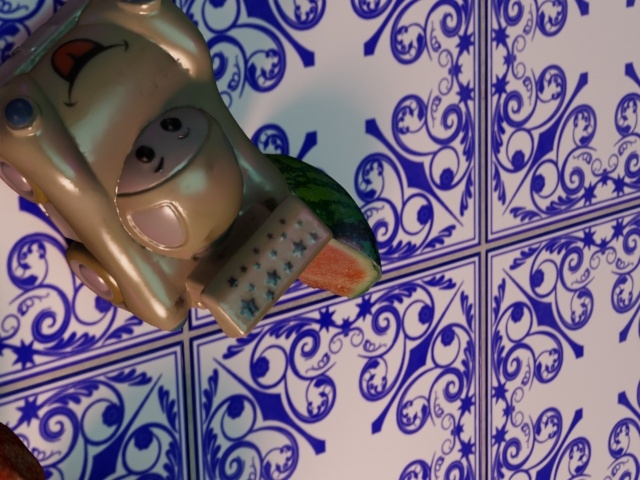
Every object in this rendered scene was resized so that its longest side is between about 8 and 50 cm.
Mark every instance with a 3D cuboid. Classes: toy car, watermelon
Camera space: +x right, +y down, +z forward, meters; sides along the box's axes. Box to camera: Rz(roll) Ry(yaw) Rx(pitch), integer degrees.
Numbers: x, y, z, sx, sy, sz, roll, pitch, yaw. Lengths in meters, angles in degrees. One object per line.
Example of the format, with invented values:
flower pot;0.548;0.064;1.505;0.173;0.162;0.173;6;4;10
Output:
toy car;-0.172;-0.076;1.839;0.242;0.226;0.336;-48;130;-22
watermelon;0.016;-0.013;2.080;0.231;0.146;0.128;31;80;-40

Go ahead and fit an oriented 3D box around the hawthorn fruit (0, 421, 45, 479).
hawthorn fruit;-0.397;0.279;1.759;0.253;0.205;0.205;-8;106;-30
